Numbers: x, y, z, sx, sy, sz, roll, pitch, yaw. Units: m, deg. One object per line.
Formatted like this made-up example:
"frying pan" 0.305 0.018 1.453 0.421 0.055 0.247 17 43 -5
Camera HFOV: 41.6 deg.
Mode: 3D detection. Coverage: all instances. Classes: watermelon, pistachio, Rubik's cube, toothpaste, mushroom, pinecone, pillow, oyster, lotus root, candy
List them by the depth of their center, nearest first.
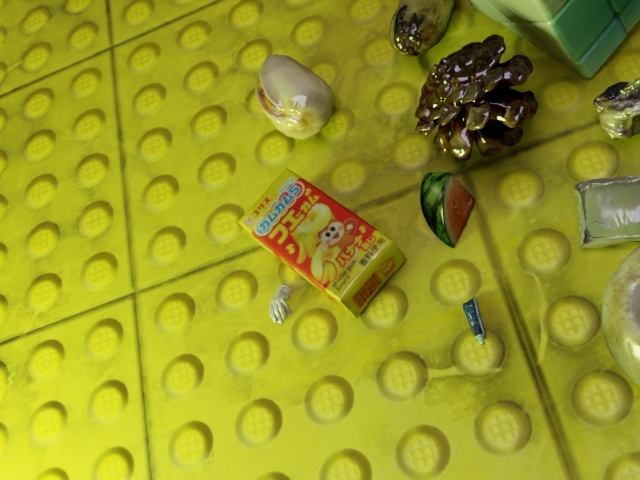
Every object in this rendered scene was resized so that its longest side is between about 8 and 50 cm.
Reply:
"mushroom" 0.489 0.113 1.167 0.189 0.195 0.253 -30 54 9
"pillow" 0.509 -0.052 1.327 0.208 0.053 0.119 -4 66 20
"oyster" 0.612 -0.252 1.347 0.337 0.133 0.197 -24 59 11
"toothpaste" 0.250 0.130 1.359 0.027 0.019 0.083 -32 51 24
"Rubik's cube" 0.401 -0.524 1.426 0.316 0.322 0.319 -50 56 9
"pinecone" 0.269 -0.236 1.437 0.202 0.201 0.229 18 69 33
"watermelon" 0.223 -0.055 1.449 0.094 0.125 0.135 -11 87 -17
"candy" 0.000 0.000 1.488 0.276 0.088 0.146 38 83 34
"lotus root" 0.206 -0.449 1.640 0.110 0.097 0.258 15 62 20
"pistachio" -0.051 -0.279 1.645 0.145 0.117 0.200 -7 44 -26

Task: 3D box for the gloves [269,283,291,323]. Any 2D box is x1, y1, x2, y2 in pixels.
"gloves" -0.071 0.108 1.494 0.044 0.037 0.081 -29 54 49
